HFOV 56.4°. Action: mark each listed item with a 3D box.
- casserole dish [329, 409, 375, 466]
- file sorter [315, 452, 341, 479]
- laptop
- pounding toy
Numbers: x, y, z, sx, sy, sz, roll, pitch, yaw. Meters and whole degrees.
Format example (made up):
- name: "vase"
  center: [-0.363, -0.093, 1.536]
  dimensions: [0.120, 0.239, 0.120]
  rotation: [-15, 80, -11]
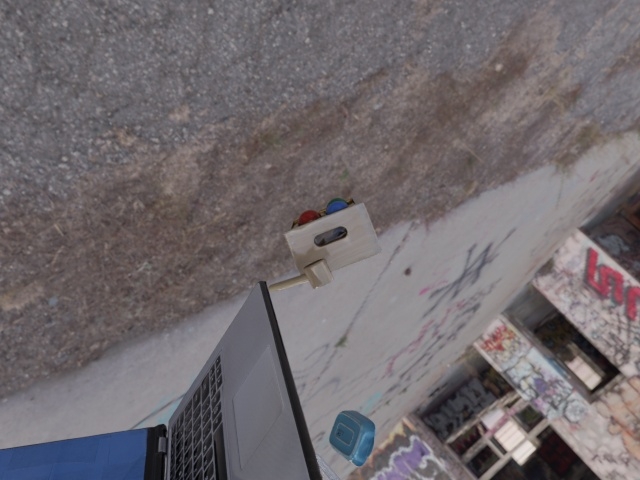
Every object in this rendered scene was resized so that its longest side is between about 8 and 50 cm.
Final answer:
- name: "casserole dish"
  center: [0.072, 0.479, 1.464]
  dimensions: [0.188, 0.037, 0.114]
  rotation: [-2, -115, 69]
- name: "file sorter"
  center: [-0.039, 0.637, 1.464]
  dimensions: [0.193, 0.173, 0.277]
  rotation: [-39, 168, -17]
- name: "laptop"
  center: [-0.232, 0.237, 0.616]
  dimensions: [0.408, 0.236, 0.382]
  rotation: [-57, -158, 12]
- name: "pounding toy"
  center: [-0.009, 0.004, 0.898]
  dimensions: [0.181, 0.094, 0.206]
  rotation: [-21, -172, 3]
